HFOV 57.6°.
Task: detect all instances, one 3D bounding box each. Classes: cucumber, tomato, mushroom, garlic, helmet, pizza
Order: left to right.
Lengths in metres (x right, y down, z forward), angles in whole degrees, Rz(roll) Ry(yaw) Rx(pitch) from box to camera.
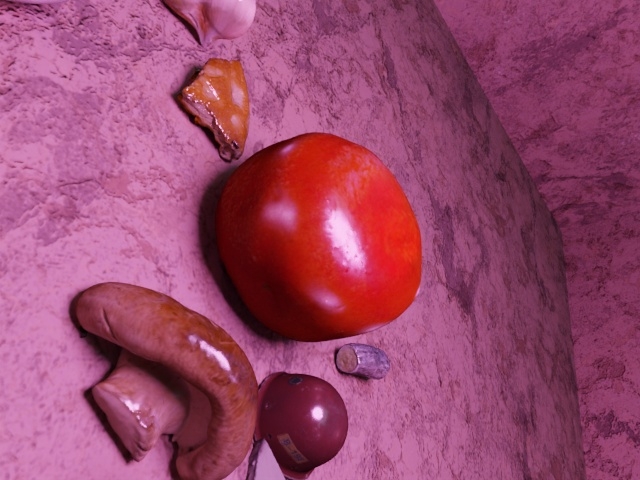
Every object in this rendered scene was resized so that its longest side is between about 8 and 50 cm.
[{"bbox_3d":[-0.158,0.159,0.687,0.285,0.151,0.156,62,32,-13],"label":"mushroom"},{"bbox_3d":[-0.197,-0.404,0.972,0.175,0.124,0.099,20,70,-19],"label":"garlic"},{"bbox_3d":[-0.174,-0.223,0.960,0.161,0.063,0.181,7,72,-62],"label":"pizza"},{"bbox_3d":[-0.011,0.280,0.885,0.155,0.106,0.175,-40,111,-56],"label":"helmet"},{"bbox_3d":[0.000,0.000,0.898,0.290,0.293,0.325,-43,116,-40],"label":"tomato"},{"bbox_3d":[0.080,0.222,1.084,0.112,0.064,0.064,27,52,-46],"label":"cucumber"}]

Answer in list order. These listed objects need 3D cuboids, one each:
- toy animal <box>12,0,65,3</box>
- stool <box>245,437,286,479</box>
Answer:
[{"bbox_3d":[-0.336,-0.417,0.673,0.251,0.251,0.309,52,36,-27],"label":"toy animal"},{"bbox_3d":[-0.116,0.365,0.509,0.170,0.244,0.269,-66,132,-79],"label":"stool"}]
